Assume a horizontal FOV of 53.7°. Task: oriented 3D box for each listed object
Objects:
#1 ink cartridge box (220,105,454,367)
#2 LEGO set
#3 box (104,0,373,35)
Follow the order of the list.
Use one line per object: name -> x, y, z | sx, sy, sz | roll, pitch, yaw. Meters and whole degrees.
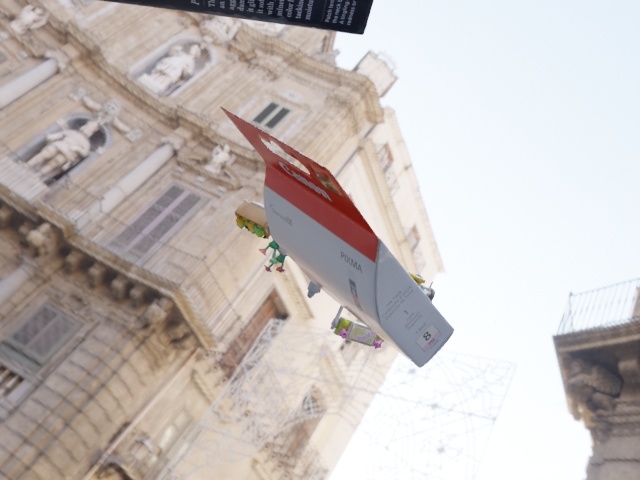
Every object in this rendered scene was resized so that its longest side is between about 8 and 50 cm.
ink cartridge box -> 0.000, 0.000, 0.565 | 0.232, 0.066, 0.189 | 43, -4, -41
LEGO set -> 0.010, 0.052, 0.807 | 0.287, 0.107, 0.132 | 23, 4, -11
box -> -0.090, -0.364, 0.566 | 0.294, 0.296, 0.183 | 5, -32, -9
